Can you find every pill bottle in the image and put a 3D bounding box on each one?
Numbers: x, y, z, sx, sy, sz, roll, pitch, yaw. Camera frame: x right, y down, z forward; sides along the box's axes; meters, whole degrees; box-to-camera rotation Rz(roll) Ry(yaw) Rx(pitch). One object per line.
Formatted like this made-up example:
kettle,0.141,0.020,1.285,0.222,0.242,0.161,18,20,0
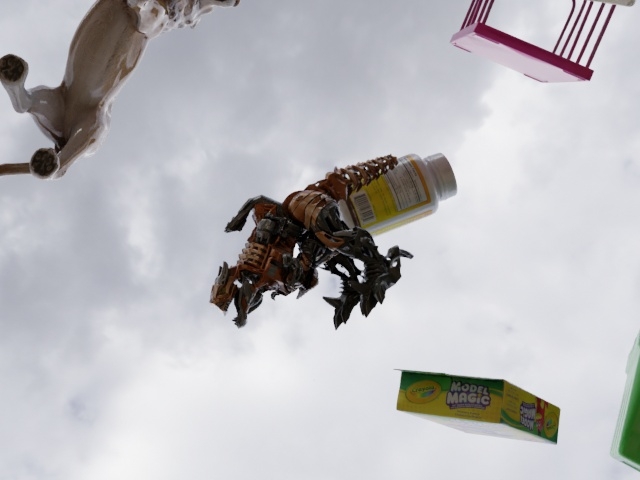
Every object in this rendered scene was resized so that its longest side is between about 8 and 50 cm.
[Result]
pill bottle,0.128,-0.080,1.385,0.215,0.117,0.117,-21,-99,-6

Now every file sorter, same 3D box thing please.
file sorter,0.370,-0.396,1.356,0.202,0.290,0.182,22,-79,-2

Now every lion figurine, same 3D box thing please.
lion figurine,-0.258,-0.216,0.938,0.142,0.240,0.392,38,-92,-2

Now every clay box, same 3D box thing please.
clay box,0.183,0.195,0.916,0.127,0.222,0.053,-1,-108,36

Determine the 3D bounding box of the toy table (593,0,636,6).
toy table,0.413,-0.320,0.861,0.252,0.161,0.274,31,-119,34

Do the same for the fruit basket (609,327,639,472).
fruit basket,0.570,0.181,1.054,0.283,0.392,0.392,27,-100,23

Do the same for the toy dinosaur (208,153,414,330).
toy dinosaur,0.000,0.000,1.061,0.218,0.164,0.322,44,-89,-2
